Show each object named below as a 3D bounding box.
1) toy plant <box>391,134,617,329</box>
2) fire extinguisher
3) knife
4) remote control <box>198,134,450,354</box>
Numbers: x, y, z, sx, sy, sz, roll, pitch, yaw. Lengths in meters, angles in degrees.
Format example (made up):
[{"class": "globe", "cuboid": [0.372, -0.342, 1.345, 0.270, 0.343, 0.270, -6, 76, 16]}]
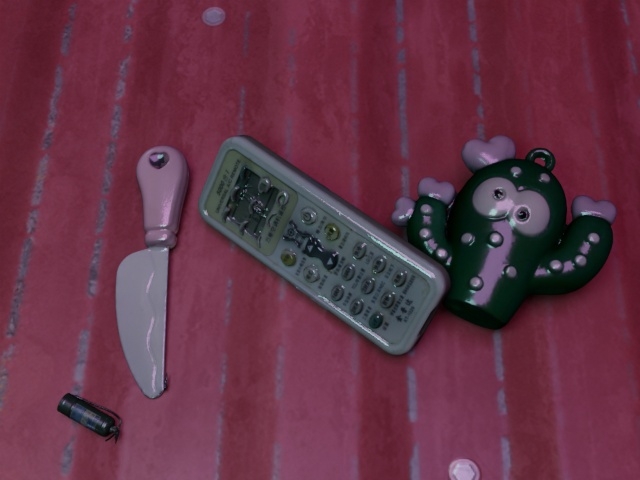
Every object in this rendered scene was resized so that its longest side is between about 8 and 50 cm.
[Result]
[{"class": "toy plant", "cuboid": [0.227, -0.016, 1.104, 0.243, 0.112, 0.232, -38, 72, -9]}, {"class": "fire extinguisher", "cuboid": [-0.264, 0.206, 1.046, 0.083, 0.025, 0.038, 27, 43, 13]}, {"class": "knife", "cuboid": [-0.217, 0.031, 1.127, 0.081, 0.043, 0.336, -1, 65, 6]}, {"class": "remote control", "cuboid": [0.000, 0.000, 1.102, 0.335, 0.128, 0.065, 35, 29, 17]}]
